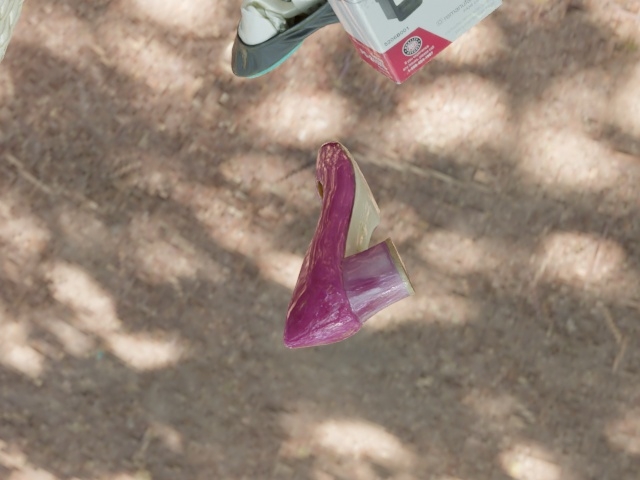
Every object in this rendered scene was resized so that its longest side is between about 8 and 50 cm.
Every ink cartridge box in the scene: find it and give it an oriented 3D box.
[{"bbox_3d":[0.056,-0.212,1.044,0.063,0.109,0.150,46,173,50],"label":"ink cartridge box"}]

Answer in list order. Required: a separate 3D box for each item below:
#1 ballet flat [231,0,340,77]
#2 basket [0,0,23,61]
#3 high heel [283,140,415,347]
[{"bbox_3d":[-0.027,-0.281,1.615,0.280,0.095,0.096,-25,137,36],"label":"ballet flat"},{"bbox_3d":[-0.234,-0.199,0.852,0.113,0.167,0.103,19,178,7],"label":"basket"},{"bbox_3d":[0.000,0.000,1.224,0.117,0.244,0.082,-26,131,4],"label":"high heel"}]
